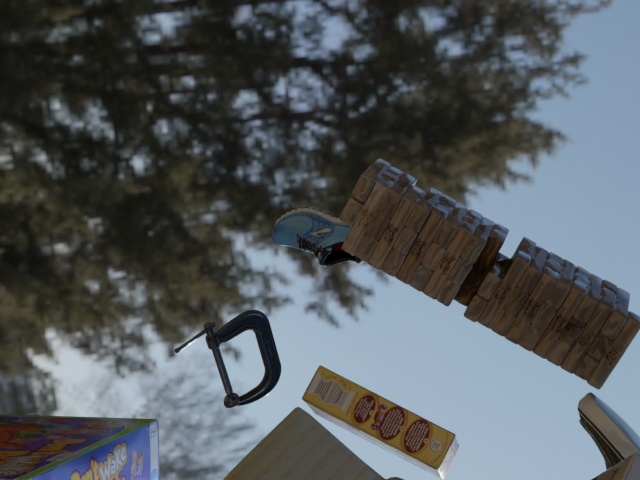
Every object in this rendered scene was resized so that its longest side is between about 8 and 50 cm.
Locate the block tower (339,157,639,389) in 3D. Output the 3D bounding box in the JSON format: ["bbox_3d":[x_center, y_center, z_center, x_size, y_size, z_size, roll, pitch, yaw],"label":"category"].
[{"bbox_3d":[0.183,0.034,1.442,0.091,0.335,0.097,-62,174,21],"label":"block tower"}]

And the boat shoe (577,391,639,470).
[{"bbox_3d":[0.327,0.259,1.354,0.219,0.070,0.078,53,12,7],"label":"boat shoe"}]

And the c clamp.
[{"bbox_3d":[-0.115,0.160,1.724,0.022,0.137,0.161,26,-35,46],"label":"c clamp"}]

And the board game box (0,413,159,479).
[{"bbox_3d":[-0.336,0.248,1.366,0.347,0.233,0.078,-7,97,-77],"label":"board game box"}]

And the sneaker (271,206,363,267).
[{"bbox_3d":[0.000,0.000,1.881,0.063,0.162,0.073,70,34,-44],"label":"sneaker"}]

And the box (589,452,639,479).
[{"bbox_3d":[0.200,0.289,1.003,0.127,0.149,0.232,37,-40,-3],"label":"box"}]

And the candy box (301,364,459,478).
[{"bbox_3d":[0.075,0.224,1.606,0.053,0.186,0.109,-63,165,-11],"label":"candy box"}]

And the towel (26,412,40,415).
[{"bbox_3d":[-0.429,0.342,1.639,0.034,0.209,0.285,60,0,-29],"label":"towel"}]

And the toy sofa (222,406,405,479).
[{"bbox_3d":[-0.069,0.321,0.994,0.177,0.150,0.362,39,-68,7],"label":"toy sofa"}]
